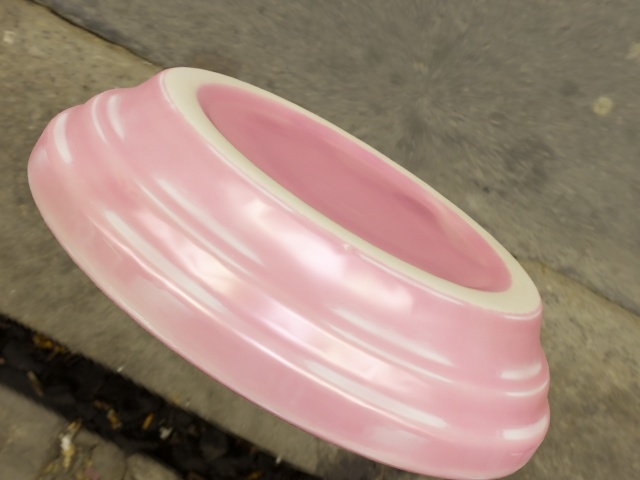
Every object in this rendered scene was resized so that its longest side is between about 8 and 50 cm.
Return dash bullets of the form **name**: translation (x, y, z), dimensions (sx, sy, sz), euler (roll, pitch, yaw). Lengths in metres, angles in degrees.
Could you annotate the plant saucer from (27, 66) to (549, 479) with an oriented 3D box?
- **plant saucer**: translation (0.000, 0.000, 0.715), dimensions (0.332, 0.332, 0.084), euler (32, 105, 0)
